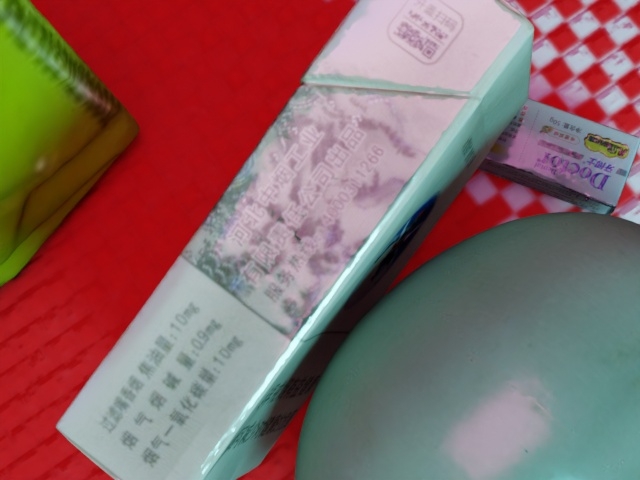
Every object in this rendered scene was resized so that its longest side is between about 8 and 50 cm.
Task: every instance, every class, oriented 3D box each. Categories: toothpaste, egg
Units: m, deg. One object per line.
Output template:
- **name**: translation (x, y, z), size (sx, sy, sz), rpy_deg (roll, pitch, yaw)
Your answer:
- **toothpaste**: translation (0.094, -0.062, 0.621), size (0.164, 0.034, 0.046), rpy_deg (21, 81, 9)
- **egg**: translation (0.090, 0.085, 0.520), size (0.231, 0.168, 0.168), rpy_deg (-43, 78, -10)

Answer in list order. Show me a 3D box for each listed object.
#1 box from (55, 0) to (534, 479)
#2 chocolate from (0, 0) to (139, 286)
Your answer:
- **box**: translation (0.000, 0.000, 0.527), size (0.069, 0.164, 0.256), rpy_deg (37, 93, 10)
- **chocolate**: translation (-0.270, -0.037, 0.516), size (0.137, 0.301, 0.288), rpy_deg (36, 82, 23)
